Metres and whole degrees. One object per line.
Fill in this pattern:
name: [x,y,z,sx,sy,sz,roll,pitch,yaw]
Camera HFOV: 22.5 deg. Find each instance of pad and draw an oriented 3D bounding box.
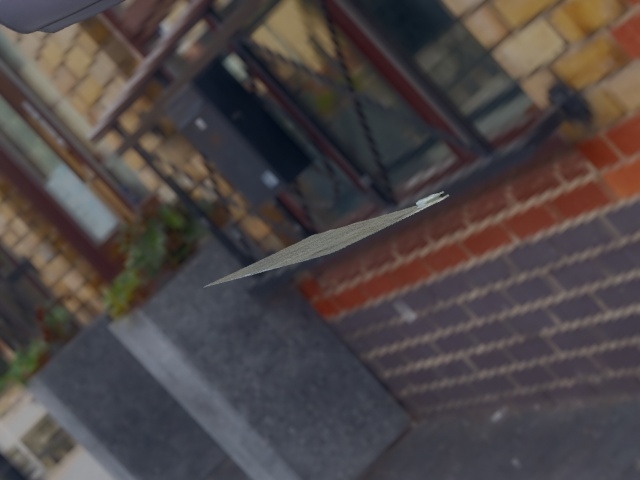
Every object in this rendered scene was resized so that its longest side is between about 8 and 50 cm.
pad: [0.000,0.001,1.657,0.159,0.009,0.265,-26,5,-33]

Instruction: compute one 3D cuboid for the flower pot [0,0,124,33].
flower pot: [-0.223,-0.359,1.635,0.243,0.265,0.265,-12,18,22]
